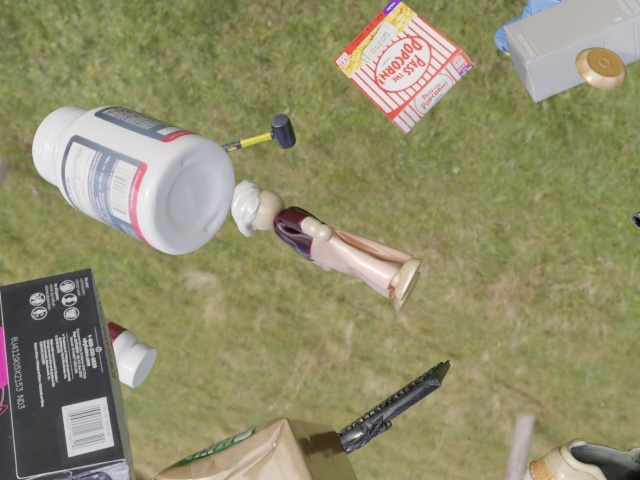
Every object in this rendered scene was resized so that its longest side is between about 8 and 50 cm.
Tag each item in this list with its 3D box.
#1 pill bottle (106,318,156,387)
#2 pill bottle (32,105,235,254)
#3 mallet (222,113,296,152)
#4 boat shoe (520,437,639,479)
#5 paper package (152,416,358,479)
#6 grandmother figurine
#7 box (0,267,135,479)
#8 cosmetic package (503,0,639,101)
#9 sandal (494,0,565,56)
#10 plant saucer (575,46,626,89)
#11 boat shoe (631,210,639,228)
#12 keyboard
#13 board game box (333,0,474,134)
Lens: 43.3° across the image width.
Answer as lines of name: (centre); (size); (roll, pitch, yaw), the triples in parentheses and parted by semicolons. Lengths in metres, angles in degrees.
pill bottle: (-0.501, 0.247, 1.870); (0.221, 0.121, 0.121); (25, 160, 11)
pill bottle: (-0.177, -0.065, 0.741); (0.180, 0.108, 0.108); (23, 164, 33)
mallet: (-0.140, -0.186, 1.478); (0.189, 0.039, 0.062); (-11, 137, -3)
boat shoe: (0.342, 0.279, 0.831); (0.302, 0.113, 0.103); (15, 117, -24)
paper package: (-0.025, 0.376, 0.951); (0.168, 0.310, 0.325); (-26, 164, 4)
grandmother figurine: (0.000, 0.000, 1.344); (0.342, 0.104, 0.208); (28, 155, 12)
box: (-0.306, 0.181, 0.907); (0.163, 0.247, 0.142); (-12, 146, -14)
cosmetic package: (0.455, -0.353, 1.408); (0.237, 0.127, 0.107); (-21, 136, 4)
sandal: (0.476, -0.482, 1.656); (0.138, 0.126, 0.317); (35, 149, -24)
plant saucer: (0.436, -0.270, 1.246); (0.083, 0.083, 0.015); (17, 150, 0)
boat shoe: (0.706, 0.013, 1.657); (0.064, 0.206, 0.075); (-10, 138, -3)
keyboard: (0.085, 0.318, 1.406); (0.033, 0.317, 0.201); (51, -159, 4)
board game box: (0.125, -0.277, 1.263); (0.045, 0.147, 0.193); (34, -166, -48)
